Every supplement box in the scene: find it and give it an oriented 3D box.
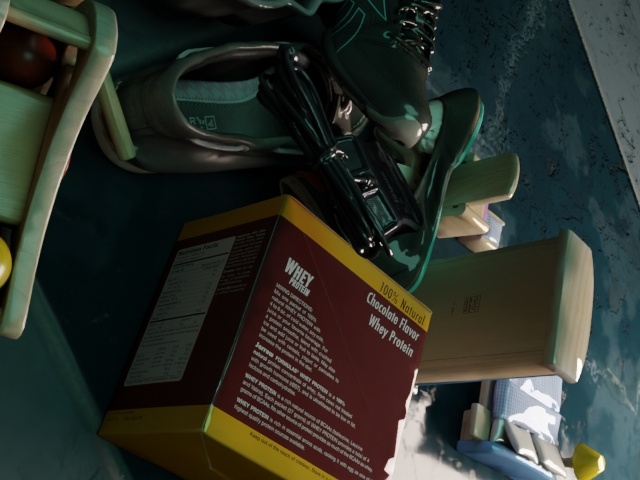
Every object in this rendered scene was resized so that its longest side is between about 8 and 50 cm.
[{"bbox_3d":[-0.034,0.102,0.720,0.191,0.129,0.194,39,55,-34],"label":"supplement box"}]

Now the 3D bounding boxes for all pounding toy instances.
[{"bbox_3d":[-0.166,-0.071,0.570,0.154,0.154,0.270,17,78,-31],"label":"pounding toy"}]

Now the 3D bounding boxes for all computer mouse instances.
[{"bbox_3d":[0.011,-0.070,0.751,0.184,0.060,0.262,61,14,0],"label":"computer mouse"}]

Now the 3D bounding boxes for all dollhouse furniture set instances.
[{"bbox_3d":[0.254,0.092,0.976,0.303,0.198,0.287,35,57,-36],"label":"dollhouse furniture set"}]

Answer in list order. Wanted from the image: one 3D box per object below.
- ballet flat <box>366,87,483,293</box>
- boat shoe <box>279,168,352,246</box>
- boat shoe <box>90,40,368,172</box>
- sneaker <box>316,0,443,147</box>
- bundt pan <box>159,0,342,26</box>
[{"bbox_3d":[0.096,-0.076,0.931,0.096,0.095,0.280,36,56,-21],"label":"ballet flat"},{"bbox_3d":[0.000,0.000,0.840,0.043,0.049,0.137,-21,93,-44],"label":"boat shoe"},{"bbox_3d":[-0.039,-0.119,0.792,0.335,0.095,0.112,-17,93,-47],"label":"boat shoe"},{"bbox_3d":[0.057,-0.193,0.806,0.101,0.106,0.267,36,27,-40],"label":"sneaker"},{"bbox_3d":[-0.097,-0.331,0.763,0.330,0.124,0.331,14,71,-43],"label":"bundt pan"}]
